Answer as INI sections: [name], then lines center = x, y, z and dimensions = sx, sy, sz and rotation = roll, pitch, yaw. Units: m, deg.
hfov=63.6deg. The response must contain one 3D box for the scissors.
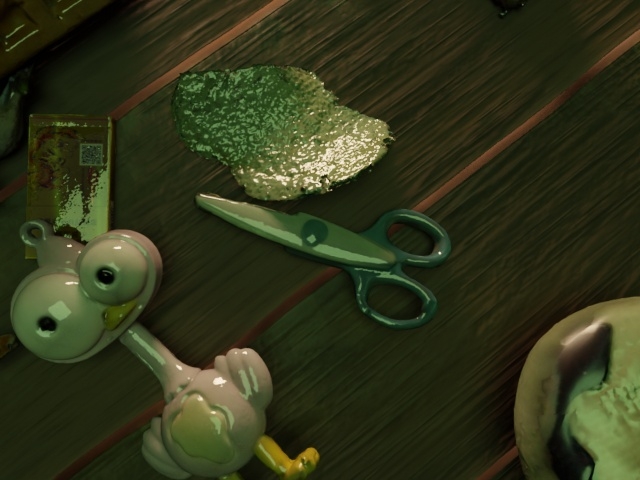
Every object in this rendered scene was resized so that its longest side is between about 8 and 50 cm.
[scissors]
center = 0.000, 0.000, 0.565
dimensions = 0.289, 0.041, 0.138
rotation = 18, 74, -3

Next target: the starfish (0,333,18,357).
[starfish]
center = -0.417, 0.164, 0.517
dimensions = 0.138, 0.050, 0.247
rotation = 33, 95, 0

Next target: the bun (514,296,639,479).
[bun]
center = 0.334, 0.200, 0.527
dimensions = 0.283, 0.179, 0.283
rotation = -3, 70, 8

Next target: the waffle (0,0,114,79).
[waffle]
center = -0.341, -0.265, 0.466
dimensions = 0.327, 0.224, 0.098
rotation = -39, 54, -7

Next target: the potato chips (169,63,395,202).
[potato chips]
center = -0.042, -0.125, 0.563
dimensions = 0.228, 0.059, 0.167
rotation = 31, 77, 2

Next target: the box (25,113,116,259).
[box]
center = -0.268, -0.057, 0.555
dimensions = 0.089, 0.022, 0.157
rotation = -1, 86, -7

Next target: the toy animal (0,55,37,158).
[toy animal]
center = -0.347, -0.108, 0.530
dimensions = 0.105, 0.070, 0.203
rotation = 25, 83, 28

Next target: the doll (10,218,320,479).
[doll]
center = -0.164, 0.119, 0.514
dimensions = 0.160, 0.094, 0.365
rotation = -43, 94, 8

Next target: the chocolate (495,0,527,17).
[chocolate]
center = 0.155, -0.416, 0.596
dimensions = 0.102, 0.065, 0.329
rotation = -43, 93, -7
